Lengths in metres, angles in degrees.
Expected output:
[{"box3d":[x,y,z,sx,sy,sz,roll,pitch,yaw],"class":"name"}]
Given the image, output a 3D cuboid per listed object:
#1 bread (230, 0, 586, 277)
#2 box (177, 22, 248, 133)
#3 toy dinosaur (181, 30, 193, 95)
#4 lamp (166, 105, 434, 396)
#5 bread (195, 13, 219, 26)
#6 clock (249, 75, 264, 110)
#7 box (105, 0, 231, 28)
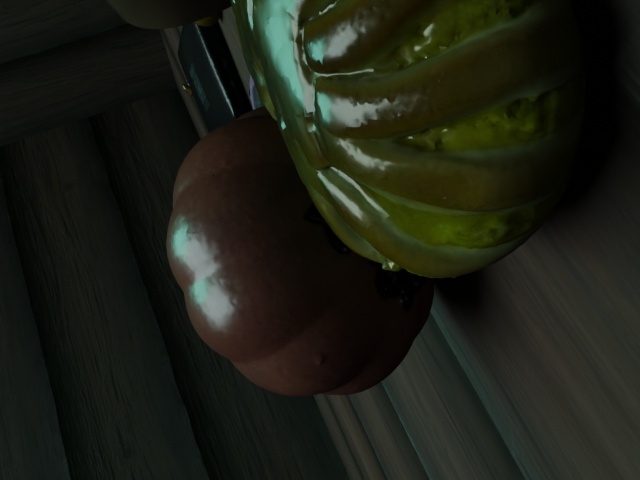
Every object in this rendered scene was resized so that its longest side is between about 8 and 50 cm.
[{"box3d":[0.035,-0.134,0.467,0.333,0.160,0.333,159,90,-78],"class":"bread"},{"box3d":[-0.266,-0.386,1.704,0.289,0.073,0.290,68,162,1],"class":"box"},{"box3d":[-0.324,-0.431,1.944,0.208,0.097,0.432,-114,6,-84],"class":"toy dinosaur"},{"box3d":[0.000,0.000,0.691,0.305,0.240,0.305,31,-136,-36],"class":"lamp"},{"box3d":[-0.271,-0.521,1.462,0.114,0.077,0.189,37,166,19],"class":"bread"},{"box3d":[-0.037,-0.164,0.993,0.248,0.090,0.227,82,163,-48],"class":"clock"},{"box3d":[-0.181,-0.397,0.773,0.301,0.301,0.216,60,174,40],"class":"box"}]
